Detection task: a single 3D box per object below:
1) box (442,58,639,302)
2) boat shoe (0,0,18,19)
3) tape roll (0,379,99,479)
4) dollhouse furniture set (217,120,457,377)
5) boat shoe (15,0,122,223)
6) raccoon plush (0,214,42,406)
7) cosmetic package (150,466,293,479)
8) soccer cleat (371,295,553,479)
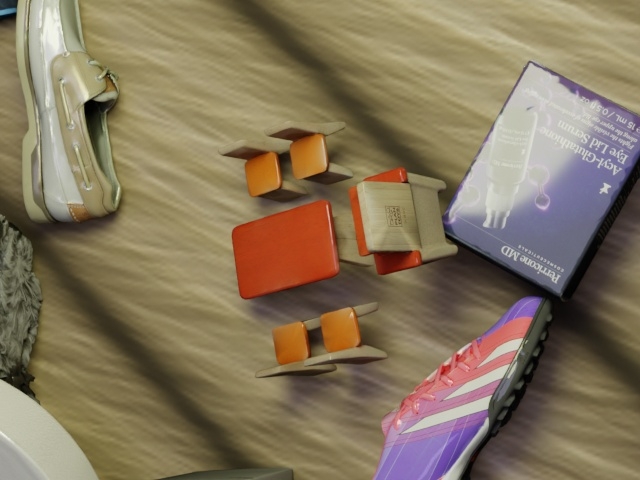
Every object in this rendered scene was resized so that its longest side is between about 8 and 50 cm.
[{"bbox_3d":[0.240,-0.060,1.576,0.153,0.108,0.207,28,92,14],"label":"box"},{"bbox_3d":[-0.481,-0.291,1.777,0.258,0.109,0.089,-3,96,12],"label":"boat shoe"},{"bbox_3d":[-0.406,0.306,1.632,0.391,0.072,0.392,9,118,18],"label":"tape roll"},{"bbox_3d":[0.000,0.000,1.567,0.259,0.135,0.262,-17,79,42],"label":"dollhouse furniture set"},{"bbox_3d":[-0.282,-0.171,1.723,0.103,0.113,0.302,-1,95,13],"label":"boat shoe"},{"bbox_3d":[-0.493,0.141,1.705,0.299,0.216,0.447,-8,83,21],"label":"raccoon plush"},{"bbox_3d":[-0.111,0.293,1.569,0.127,0.238,0.107,-4,87,11],"label":"cosmetic package"},{"bbox_3d":[0.134,0.181,1.585,0.116,0.108,0.318,32,97,14],"label":"soccer cleat"}]
